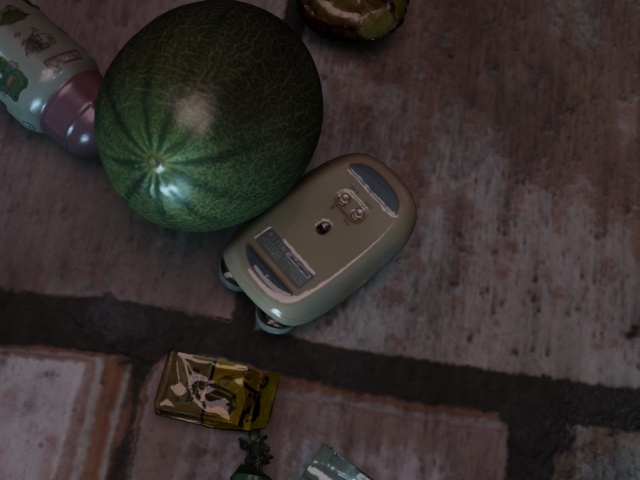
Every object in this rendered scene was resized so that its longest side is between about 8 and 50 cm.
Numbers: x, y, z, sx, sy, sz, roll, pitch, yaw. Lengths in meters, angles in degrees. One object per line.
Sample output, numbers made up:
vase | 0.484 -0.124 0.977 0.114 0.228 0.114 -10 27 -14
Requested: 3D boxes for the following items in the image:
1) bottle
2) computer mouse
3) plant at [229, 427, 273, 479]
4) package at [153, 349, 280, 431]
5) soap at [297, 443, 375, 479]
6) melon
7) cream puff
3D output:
bottle | -0.332 -0.195 1.266 0.253 0.120 0.120 42 72 10
computer mouse | 0.000 0.000 1.232 0.236 0.082 0.145 -40 77 -15
plant | -0.071 0.248 1.151 0.051 0.051 0.102 8 64 -1
package | -0.114 0.168 1.179 0.131 0.047 0.071 10 63 1
soap | 0.064 0.297 1.107 0.198 0.114 0.063 34 70 8
melon | -0.119 -0.137 1.171 0.237 0.237 0.301 22 32 5
cream puff | 0.041 -0.306 1.353 0.149 0.084 0.149 1 73 -4
